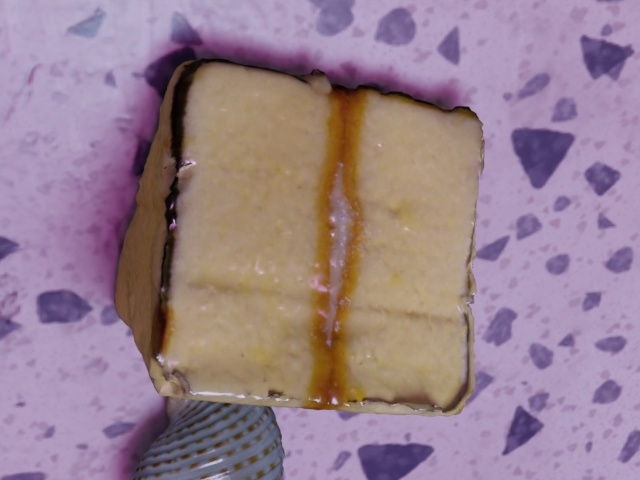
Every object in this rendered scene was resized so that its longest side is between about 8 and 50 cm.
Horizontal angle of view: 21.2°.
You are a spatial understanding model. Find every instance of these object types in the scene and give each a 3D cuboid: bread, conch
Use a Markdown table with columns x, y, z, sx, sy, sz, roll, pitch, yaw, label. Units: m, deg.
| x | y | z | sx | sy | sz | roll | pitch | yaw | label |
| --- | --- | --- | --- | --- | --- | --- | --- | --- | --- |
| 0.000 | 0.000 | 1.271 | 0.263 | 0.198 | 0.236 | 8 | 108 | -26 | bread |
| -0.085 | 0.193 | 1.399 | 0.135 | 0.102 | 0.153 | -2 | 119 | -36 | conch |
